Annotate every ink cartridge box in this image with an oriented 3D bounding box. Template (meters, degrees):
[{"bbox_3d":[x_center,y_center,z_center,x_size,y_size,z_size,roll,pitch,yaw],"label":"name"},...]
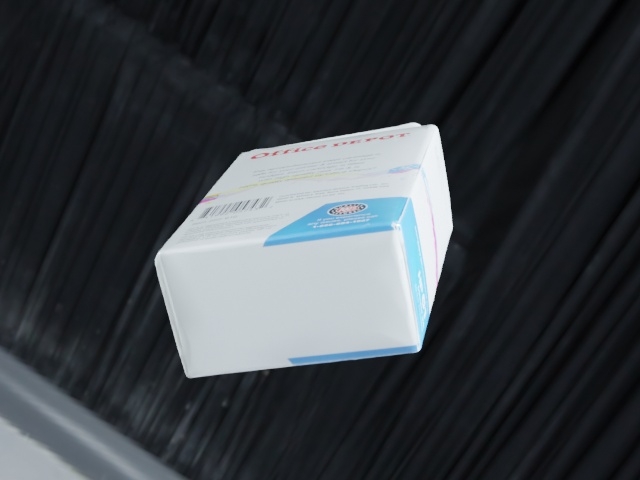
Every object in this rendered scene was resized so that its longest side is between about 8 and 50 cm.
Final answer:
[{"bbox_3d":[0.000,0.000,0.495,0.088,0.052,0.122,-7,20,14],"label":"ink cartridge box"}]
